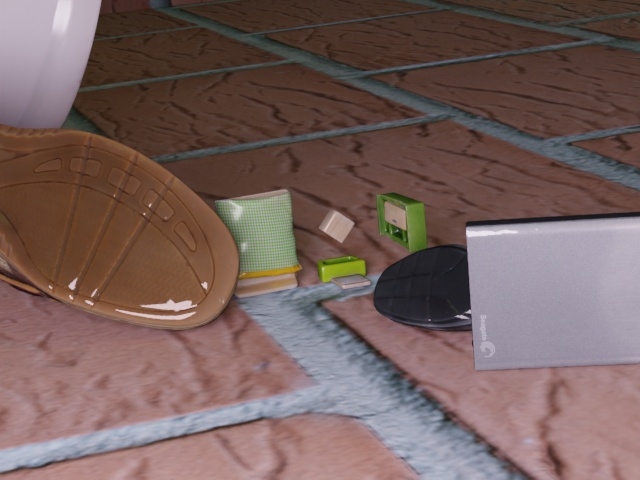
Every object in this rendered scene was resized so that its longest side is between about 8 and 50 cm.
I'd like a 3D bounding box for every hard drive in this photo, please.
[{"bbox_3d":[0.160,0.031,0.949,0.135,0.094,0.022,-3,15,8],"label":"hard drive"}]

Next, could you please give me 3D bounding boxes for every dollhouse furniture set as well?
[{"bbox_3d":[0.000,0.000,1.153,0.151,0.076,0.058,-9,15,-18],"label":"dollhouse furniture set"}]

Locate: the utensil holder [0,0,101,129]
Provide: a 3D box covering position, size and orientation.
[{"bbox_3d":[-0.440,-0.265,1.467,0.385,0.328,0.327,8,8,-27],"label":"utensil holder"}]

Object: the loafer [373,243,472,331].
[{"bbox_3d":[0.115,0.039,1.037,0.170,0.062,0.061,-2,-25,36],"label":"loafer"}]

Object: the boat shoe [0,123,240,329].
[{"bbox_3d":[-0.207,-0.015,1.160,0.342,0.123,0.123,17,-13,16],"label":"boat shoe"}]
